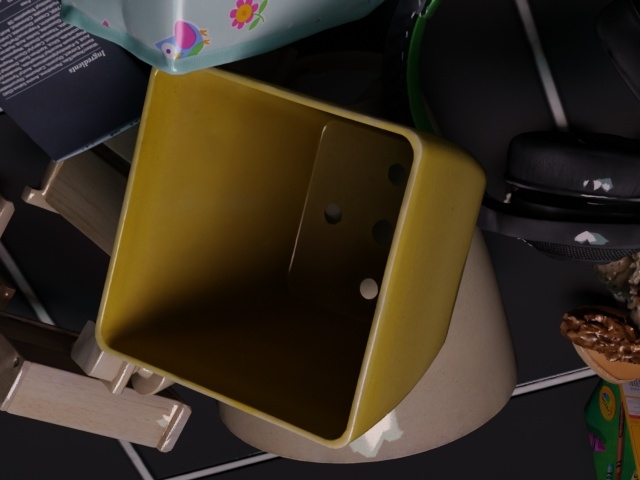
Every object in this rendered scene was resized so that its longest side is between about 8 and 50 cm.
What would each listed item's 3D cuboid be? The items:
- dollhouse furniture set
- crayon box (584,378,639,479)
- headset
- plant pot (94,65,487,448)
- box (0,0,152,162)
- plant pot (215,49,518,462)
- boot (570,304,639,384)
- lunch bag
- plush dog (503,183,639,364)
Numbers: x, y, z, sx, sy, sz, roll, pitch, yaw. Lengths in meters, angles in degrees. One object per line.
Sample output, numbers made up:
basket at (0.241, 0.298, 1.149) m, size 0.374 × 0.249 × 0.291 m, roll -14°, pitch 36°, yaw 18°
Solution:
dollhouse furniture set at (-0.142, -0.029, 1.543) m, size 0.173 × 0.303 × 0.356 m, roll 21°, pitch 101°, yaw -42°
crayon box at (0.403, 0.218, 1.801) m, size 0.278 × 0.165 × 0.081 m, roll 9°, pitch 132°, yaw -12°
headset at (0.236, -0.083, 1.394) m, size 0.394 × 0.185 × 0.243 m, roll 35°, pitch 105°, yaw 10°
plant pot at (0.000, 0.000, 1.318) m, size 0.212 × 0.187 × 0.212 m, roll 20°, pitch 103°, yaw 28°
box at (-0.208, -0.186, 1.382) m, size 0.108 × 0.153 × 0.207 m, roll -25°, pitch 129°, yaw 20°
plant pot at (0.024, -0.004, 1.533) m, size 0.256 × 0.256 × 0.274 m, roll -6°, pitch 116°, yaw 2°
boot at (0.335, 0.080, 1.705) m, size 0.197 × 0.073 × 0.152 m, roll 19°, pitch 147°, yaw -30°
lunch bag at (-0.039, -0.253, 1.289) m, size 0.262 × 0.160 × 0.223 m, roll -20°, pitch 125°, yaw -40°
plush dog at (0.305, 0.013, 1.556) m, size 0.262 × 0.225 × 0.211 m, roll -23°, pitch 131°, yaw 17°
